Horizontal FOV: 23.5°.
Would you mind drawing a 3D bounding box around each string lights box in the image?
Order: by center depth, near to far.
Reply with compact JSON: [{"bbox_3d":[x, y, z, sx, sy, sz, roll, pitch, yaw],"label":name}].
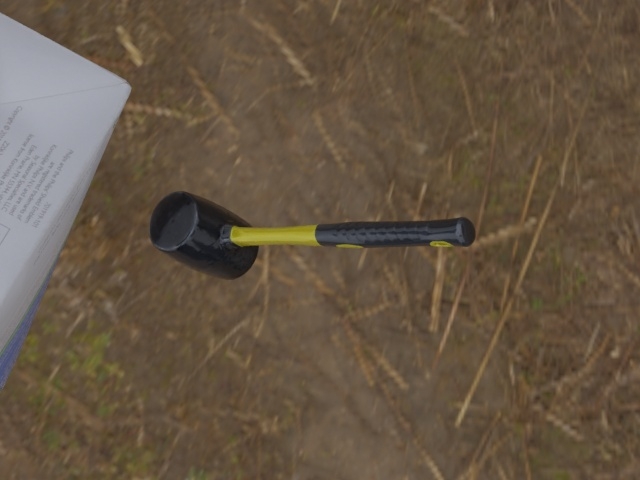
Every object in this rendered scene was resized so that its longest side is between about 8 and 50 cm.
[{"bbox_3d":[-0.160,0.039,0.589,0.077,0.133,0.259,29,144,-5],"label":"string lights box"}]

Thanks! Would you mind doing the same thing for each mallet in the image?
[{"bbox_3d":[0.000,0.000,0.826,0.190,0.062,0.039,2,74,28],"label":"mallet"}]
